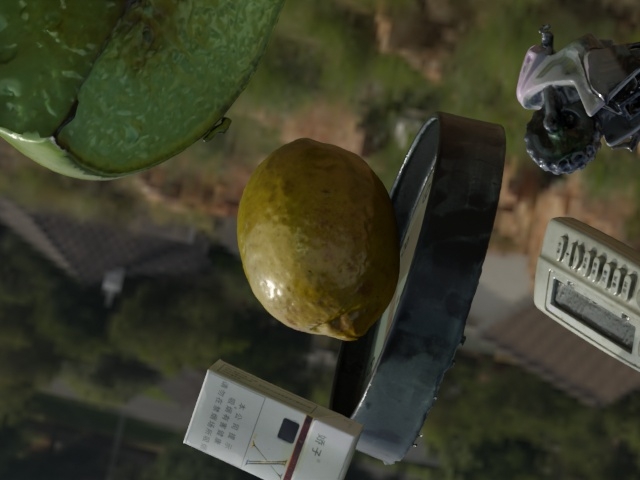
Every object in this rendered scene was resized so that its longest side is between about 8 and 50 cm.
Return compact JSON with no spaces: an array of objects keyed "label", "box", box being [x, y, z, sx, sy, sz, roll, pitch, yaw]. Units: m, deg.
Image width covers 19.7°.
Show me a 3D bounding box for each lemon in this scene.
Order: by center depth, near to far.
[{"label":"lemon","box":[0.000,0.000,1.872,0.170,0.207,0.170,-8,161,-3]}]

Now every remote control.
[{"label":"remote control","box":[0.262,0.052,1.568,0.049,0.090,0.230,-3,-160,-27]}]

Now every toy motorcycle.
[{"label":"toy motorcycle","box":[0.381,-0.231,2.361,0.327,0.188,0.143,-38,141,6]}]

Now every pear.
[{"label":"pear","box":[-0.212,-0.238,1.600,0.318,0.342,0.238,25,174,29]}]

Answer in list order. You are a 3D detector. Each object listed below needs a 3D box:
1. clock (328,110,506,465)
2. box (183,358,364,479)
[{"label":"clock","box":[0.100,0.047,1.970,0.076,0.386,0.386,17,164,-5]},{"label":"box","box":[-0.044,0.182,1.734,0.154,0.084,0.040,24,-162,11]}]
